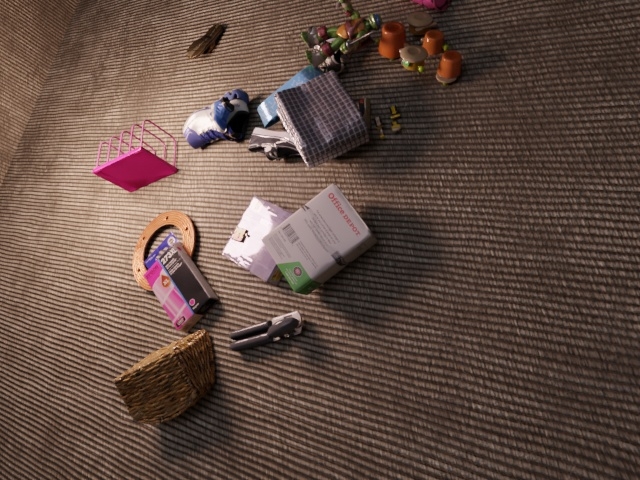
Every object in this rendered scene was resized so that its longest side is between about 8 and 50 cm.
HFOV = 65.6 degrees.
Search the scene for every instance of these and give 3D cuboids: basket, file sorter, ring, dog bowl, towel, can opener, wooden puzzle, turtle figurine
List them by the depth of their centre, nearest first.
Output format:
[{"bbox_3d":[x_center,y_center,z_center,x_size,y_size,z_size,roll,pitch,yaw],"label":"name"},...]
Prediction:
[{"bbox_3d":[-0.185,0.287,1.582,0.284,0.095,0.075,-20,61,24],"label":"can opener"},{"bbox_3d":[-0.001,-0.405,1.623,0.235,0.121,0.283,-28,71,-1],"label":"towel"},{"bbox_3d":[0.054,-0.708,1.641,0.266,0.274,0.197,-21,101,23],"label":"turtle figurine"},{"bbox_3d":[-0.500,0.473,1.706,0.299,0.223,0.213,-28,92,20],"label":"basket"},{"bbox_3d":[-0.284,-0.021,1.739,0.083,0.006,0.049,15,80,36],"label":"wooden puzzle"},{"bbox_3d":[-0.105,-0.527,1.803,0.297,0.166,0.074,-35,96,16],"label":"dog bowl"},{"bbox_3d":[-0.624,0.041,1.990,0.337,0.032,0.336,-12,66,28],"label":"ring"},{"bbox_3d":[-0.794,-0.369,2.150,0.291,0.202,0.182,-17,62,25],"label":"file sorter"}]

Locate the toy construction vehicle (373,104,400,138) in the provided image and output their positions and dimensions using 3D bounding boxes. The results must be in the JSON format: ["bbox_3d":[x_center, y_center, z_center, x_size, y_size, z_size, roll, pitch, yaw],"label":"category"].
[{"bbox_3d":[0.224,-0.387,1.637,0.086,0.035,0.098,-19,65,12],"label":"toy construction vehicle"}]

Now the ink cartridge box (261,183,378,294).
[{"bbox_3d":[0.000,0.000,1.528,0.289,0.121,0.211,-37,70,8],"label":"ink cartridge box"}]

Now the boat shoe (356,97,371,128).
[{"bbox_3d":[0.143,-0.422,1.688,0.043,0.049,0.136,-13,63,31],"label":"boat shoe"}]

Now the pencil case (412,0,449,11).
[{"bbox_3d":[0.343,-0.855,1.704,0.209,0.098,0.095,38,93,35],"label":"pencil case"}]

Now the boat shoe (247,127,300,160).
[{"bbox_3d":[-0.156,-0.336,1.803,0.301,0.108,0.102,21,83,38],"label":"boat shoe"}]

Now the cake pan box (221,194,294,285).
[{"bbox_3d":[-0.196,-0.006,1.723,0.267,0.070,0.245,26,84,36],"label":"cake pan box"}]

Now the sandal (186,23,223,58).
[{"bbox_3d":[-0.522,-0.905,2.286,0.090,0.060,0.219,30,74,30],"label":"sandal"}]

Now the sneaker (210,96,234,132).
[{"bbox_3d":[-0.366,-0.484,1.889,0.085,0.058,0.152,-29,53,19],"label":"sneaker"}]

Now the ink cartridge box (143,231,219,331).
[{"bbox_3d":[-0.540,0.144,1.848,0.176,0.069,0.371,-46,61,9],"label":"ink cartridge box"}]

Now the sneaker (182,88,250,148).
[{"bbox_3d":[-0.405,-0.455,1.989,0.316,0.127,0.182,-32,56,16],"label":"sneaker"}]

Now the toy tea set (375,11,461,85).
[{"bbox_3d":[0.324,-0.609,1.634,0.200,0.124,0.336,-17,55,-8],"label":"toy tea set"}]

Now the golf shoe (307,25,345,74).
[{"bbox_3d":[0.027,-0.696,1.805,0.094,0.077,0.198,-22,101,35],"label":"golf shoe"}]

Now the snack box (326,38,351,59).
[{"bbox_3d":[0.059,-0.729,1.866,0.141,0.037,0.100,12,78,34],"label":"snack box"}]
